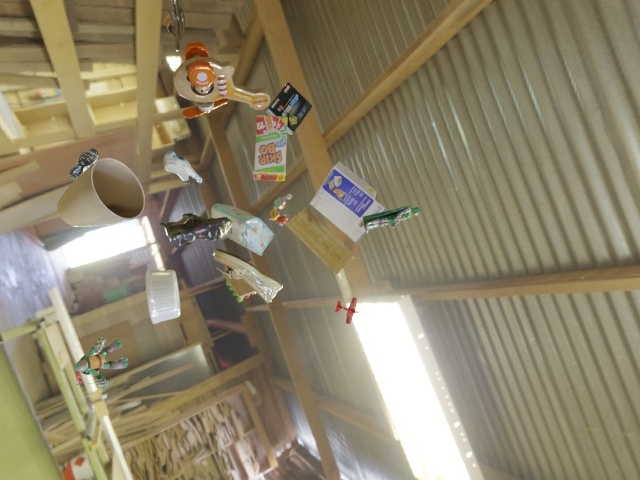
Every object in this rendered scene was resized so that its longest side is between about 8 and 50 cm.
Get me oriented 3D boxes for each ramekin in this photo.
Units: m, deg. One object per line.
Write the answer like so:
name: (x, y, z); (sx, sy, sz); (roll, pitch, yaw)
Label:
ramekin: (-0.804, 0.280, 2.160); (0.277, 0.135, 0.277); (172, -90, -74)

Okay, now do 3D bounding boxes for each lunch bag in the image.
lunch bag: (-0.379, -0.066, 2.000); (0.223, 0.160, 0.262); (27, -11, 27)

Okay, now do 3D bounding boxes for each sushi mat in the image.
sushi mat: (0.000, 0.000, 1.840); (0.316, 0.151, 0.019); (45, -37, 6)

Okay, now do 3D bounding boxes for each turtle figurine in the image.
turtle figurine: (-0.820, 0.445, 1.554); (0.234, 0.118, 0.175); (18, 66, -81)

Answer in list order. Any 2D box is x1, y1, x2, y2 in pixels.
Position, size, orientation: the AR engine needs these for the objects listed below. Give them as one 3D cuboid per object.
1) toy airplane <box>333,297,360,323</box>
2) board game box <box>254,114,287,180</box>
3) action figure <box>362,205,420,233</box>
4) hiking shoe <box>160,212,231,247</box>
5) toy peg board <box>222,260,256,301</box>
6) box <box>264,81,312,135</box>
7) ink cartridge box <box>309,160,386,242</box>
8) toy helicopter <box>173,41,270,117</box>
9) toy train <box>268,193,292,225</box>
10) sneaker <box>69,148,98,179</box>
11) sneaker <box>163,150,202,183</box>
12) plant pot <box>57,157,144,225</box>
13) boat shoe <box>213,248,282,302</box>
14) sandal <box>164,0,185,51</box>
toy airplane: (0.142, 0.373, 2.263); (0.028, 0.151, 0.151); (-101, 173, -85)
board game box: (-0.199, -0.370, 1.684); (0.039, 0.124, 0.259); (144, -52, -84)
action figure: (0.288, -0.090, 1.683); (0.137, 0.232, 0.063); (69, 3, -71)
hiking shoe: (-0.403, -0.056, 1.387); (0.114, 0.227, 0.086); (48, -49, 25)
toy peg board: (-0.353, 0.198, 1.958); (0.161, 0.160, 0.079); (49, -44, 26)
box: (-0.158, -0.661, 2.112); (0.175, 0.220, 0.051); (41, -33, -19)
ink cartridge box: (0.131, -0.176, 1.995); (0.307, 0.072, 0.303); (39, -40, 1)
toy helicopter: (-0.349, -0.531, 1.512); (0.235, 0.355, 0.140); (-49, -130, 38)
toy train: (-0.179, -0.137, 1.993); (0.125, 0.166, 0.046); (-3, -29, 36)
sneaker: (-1.068, -0.351, 1.890); (0.063, 0.162, 0.073); (43, -4, -32)
sneaker: (-0.570, -0.300, 1.771); (0.237, 0.085, 0.086); (45, 47, -69)
plant pot: (-0.911, -0.161, 1.695); (0.256, 0.274, 0.256); (55, 23, -38)
boat shoe: (-0.265, 0.125, 1.487); (0.285, 0.089, 0.104); (35, -6, -25)
sandal: (-0.500, -0.754, 1.418); (0.219, 0.060, 0.090); (101, -7, -54)
